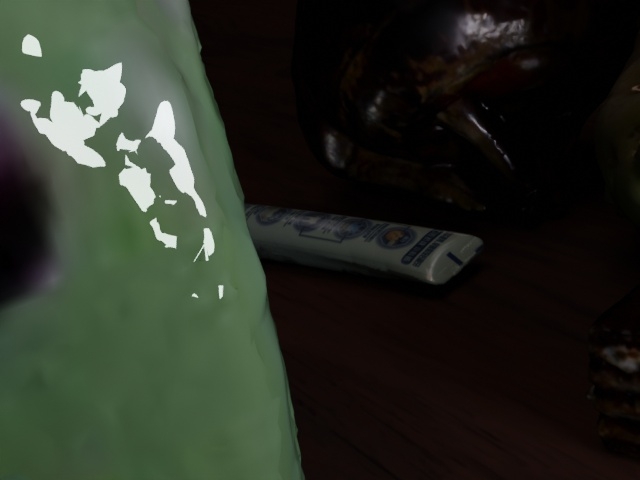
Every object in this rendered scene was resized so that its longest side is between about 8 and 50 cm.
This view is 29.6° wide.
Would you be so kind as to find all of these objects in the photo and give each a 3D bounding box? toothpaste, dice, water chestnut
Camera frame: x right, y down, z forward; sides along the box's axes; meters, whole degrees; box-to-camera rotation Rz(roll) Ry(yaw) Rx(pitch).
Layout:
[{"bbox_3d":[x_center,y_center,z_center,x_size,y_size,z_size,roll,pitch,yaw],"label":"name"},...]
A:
[{"bbox_3d":[0.000,0.000,0.849,0.239,0.039,0.062,8,31,38],"label":"toothpaste"},{"bbox_3d":[-0.195,0.026,0.467,0.330,0.318,0.322,-14,20,-7],"label":"dice"},{"bbox_3d":[0.110,-0.151,0.916,0.289,0.244,0.289,-18,17,5],"label":"water chestnut"}]

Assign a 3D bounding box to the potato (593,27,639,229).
[{"bbox_3d":[0.265,-0.082,0.760,0.165,0.165,0.262,0,26,28],"label":"potato"}]

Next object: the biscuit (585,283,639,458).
[{"bbox_3d":[0.243,0.060,0.502,0.252,0.070,0.106,7,27,43],"label":"biscuit"}]
